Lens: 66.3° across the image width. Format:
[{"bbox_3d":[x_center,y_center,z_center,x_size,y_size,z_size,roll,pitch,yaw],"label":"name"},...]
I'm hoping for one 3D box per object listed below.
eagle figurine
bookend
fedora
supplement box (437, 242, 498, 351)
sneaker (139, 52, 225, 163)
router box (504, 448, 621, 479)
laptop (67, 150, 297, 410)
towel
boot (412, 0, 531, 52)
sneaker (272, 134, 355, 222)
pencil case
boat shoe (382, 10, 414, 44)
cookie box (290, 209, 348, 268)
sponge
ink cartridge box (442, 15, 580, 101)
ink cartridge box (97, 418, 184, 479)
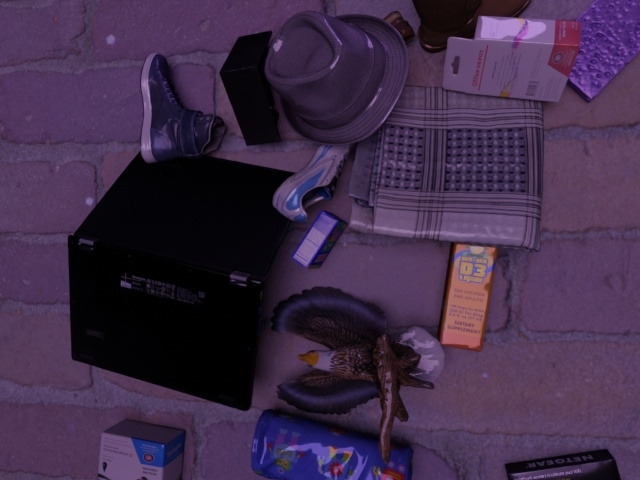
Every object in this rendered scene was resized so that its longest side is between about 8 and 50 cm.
[{"bbox_3d":[0.042,0.211,0.874,0.225,0.298,0.226,46,68,-19],"label":"eagle figurine"},{"bbox_3d":[-0.120,-0.295,0.955,0.072,0.156,0.157,-5,133,13],"label":"bookend"},{"bbox_3d":[0.002,-0.300,0.843,0.275,0.124,0.244,41,104,39],"label":"fedora"},{"bbox_3d":[0.263,0.072,0.875,0.078,0.080,0.233,8,88,12],"label":"supplement box"},{"bbox_3d":[-0.275,-0.272,0.993,0.163,0.086,0.226,-3,86,9],"label":"sneaker"},{"bbox_3d":[0.430,0.450,0.852,0.179,0.046,0.133,-14,86,12],"label":"router box"},{"bbox_3d":[-0.255,0.054,0.968,0.382,0.236,0.408,12,108,13],"label":"laptop"},{"bbox_3d":[0.217,-0.143,0.854,0.324,0.056,0.312,6,73,13],"label":"towel"},{"bbox_3d":[0.256,-0.412,0.781,0.236,0.269,0.089,-31,83,11],"label":"boot"},{"bbox_3d":[0.011,-0.129,0.906,0.086,0.085,0.237,36,74,11],"label":"sneaker"},{"bbox_3d":[0.019,0.411,0.905,0.306,0.119,0.133,11,84,13],"label":"pencil case"},{"bbox_3d":[0.101,-0.345,0.920,0.178,0.064,0.060,-44,79,6],"label":"boat shoe"},{"bbox_3d":[0.000,0.000,0.927,0.040,0.092,0.107,35,98,14],"label":"cookie box"},{"bbox_3d":[0.501,-0.357,0.849,0.117,0.031,0.210,45,100,10],"label":"sponge"},{"bbox_3d":[0.312,-0.306,0.823,0.198,0.115,0.067,10,60,13],"label":"ink cartridge box"},{"bbox_3d":[-0.372,0.492,1.008,0.148,0.086,0.203,4,90,12],"label":"ink cartridge box"}]
